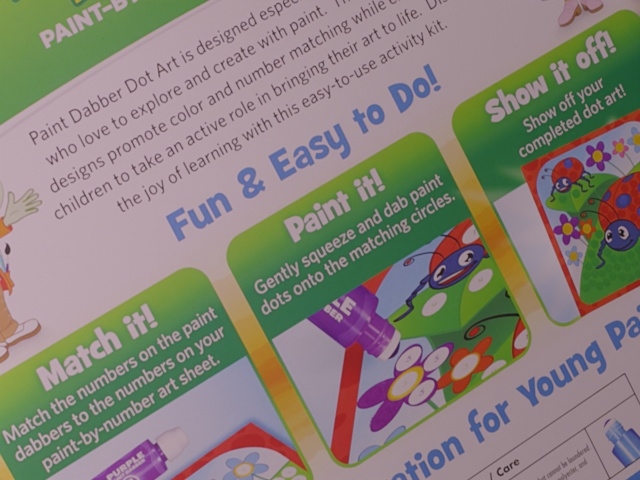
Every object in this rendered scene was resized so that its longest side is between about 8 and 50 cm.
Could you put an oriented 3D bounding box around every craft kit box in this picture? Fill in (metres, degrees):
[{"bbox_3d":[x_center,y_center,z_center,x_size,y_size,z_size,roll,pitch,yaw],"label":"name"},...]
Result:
[{"bbox_3d":[0.000,0.000,0.541,0.250,0.061,0.247,-30,103,-20],"label":"craft kit box"}]
